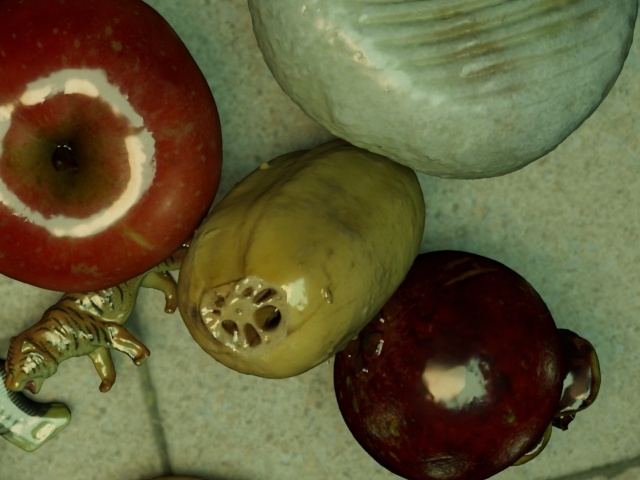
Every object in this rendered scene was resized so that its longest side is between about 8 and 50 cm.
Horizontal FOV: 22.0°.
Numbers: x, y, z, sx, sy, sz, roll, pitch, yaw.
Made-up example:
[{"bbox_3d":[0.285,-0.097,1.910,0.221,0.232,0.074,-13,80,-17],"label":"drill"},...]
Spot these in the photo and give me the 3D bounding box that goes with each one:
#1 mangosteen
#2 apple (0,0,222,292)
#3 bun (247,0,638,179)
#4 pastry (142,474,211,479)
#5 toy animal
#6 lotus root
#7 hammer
[{"bbox_3d":[0.141,0.120,1.480,0.258,0.215,0.215,16,96,-28],"label":"mangosteen"},{"bbox_3d":[-0.215,-0.083,1.374,0.260,0.216,0.260,-2,100,-10],"label":"apple"},{"bbox_3d":[0.096,-0.227,1.393,0.362,0.211,0.361,2,82,-16],"label":"bun"},{"bbox_3d":[-0.129,0.378,1.477,0.285,0.184,0.315,13,97,-11],"label":"pastry"},{"bbox_3d":[-0.181,0.056,1.470,0.099,0.057,0.241,43,73,-15],"label":"toy animal"},{"bbox_3d":[0.000,0.000,1.393,0.169,0.342,0.151,-12,108,28],"label":"lotus root"},{"bbox_3d":[-0.321,0.098,1.473,0.159,0.041,0.226,-40,103,-2],"label":"hammer"}]
